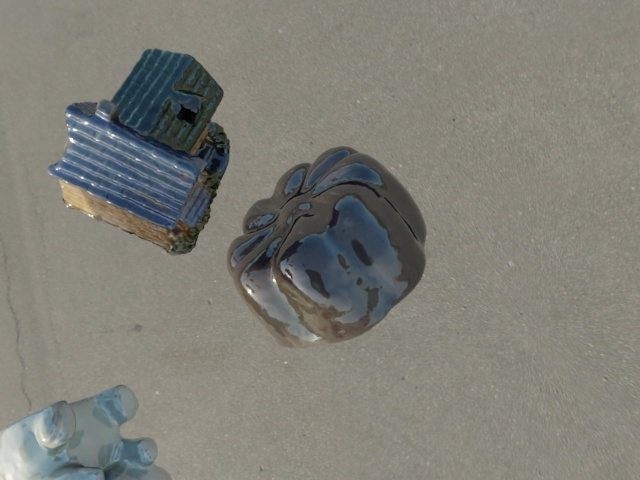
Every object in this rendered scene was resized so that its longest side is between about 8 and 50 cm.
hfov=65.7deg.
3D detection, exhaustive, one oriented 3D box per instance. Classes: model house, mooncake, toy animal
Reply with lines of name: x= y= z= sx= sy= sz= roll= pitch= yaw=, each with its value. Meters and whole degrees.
model house: x=-0.183 y=-0.109 z=0.557 sx=0.167 sy=0.172 sz=0.182 roll=24 pitch=66 yaw=-9
mooncake: x=0.000 y=0.000 z=0.716 sx=0.306 sy=0.154 sz=0.306 roll=-32 pitch=26 yaw=18
toy animal: x=-0.340 y=0.414 z=0.729 sx=0.241 sy=0.196 sz=0.367 roll=-41 pitch=76 yaw=17
